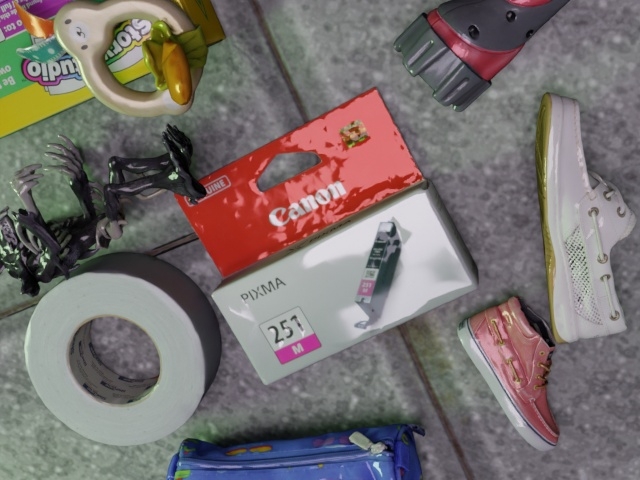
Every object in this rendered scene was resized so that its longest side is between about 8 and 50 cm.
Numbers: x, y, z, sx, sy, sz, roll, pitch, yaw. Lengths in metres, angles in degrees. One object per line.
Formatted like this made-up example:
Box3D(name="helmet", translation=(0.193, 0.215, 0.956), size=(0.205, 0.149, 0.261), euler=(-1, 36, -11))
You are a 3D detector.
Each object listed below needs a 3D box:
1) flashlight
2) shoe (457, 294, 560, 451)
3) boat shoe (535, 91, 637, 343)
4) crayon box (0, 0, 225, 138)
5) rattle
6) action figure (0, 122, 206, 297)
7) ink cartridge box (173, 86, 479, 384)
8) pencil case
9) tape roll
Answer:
Box3D(name="flashlight", translation=(0.210, -0.262, 1.034), size=(0.103, 0.103, 0.304), euler=(45, 110, -3))
Box3D(name="shoe", translation=(0.232, 0.147, 1.178), size=(0.081, 0.063, 0.178), euler=(-32, 95, 23))
Box3D(name="boat shoe", translation=(0.277, -0.024, 1.104), size=(0.096, 0.098, 0.277), euler=(-6, 116, 11))
Box3D(name="crayon box", translation=(-0.332, -0.282, 1.117), size=(0.363, 0.106, 0.313), euler=(-20, 105, 14))
Box3D(name="rattle", translation=(-0.215, -0.172, 1.013), size=(0.200, 0.142, 0.130), euler=(18, 130, -7))
Box3D(name="action figure", translation=(-0.269, -0.041, 1.161), size=(0.276, 0.164, 0.140), euler=(-27, 112, 7))
Box3D(name="ink cartridge box", translation=(0.000, 0.000, 1.176), size=(0.275, 0.060, 0.238), euler=(-26, 103, 17))
Box3D(name="pencil case", translation=(-0.029, 0.281, 1.235), size=(0.306, 0.119, 0.133), euler=(-6, 130, 11))
Box3D(name="tape roll", translation=(-0.230, 0.128, 1.249), size=(0.219, 0.072, 0.219), euler=(3, 109, 9))
